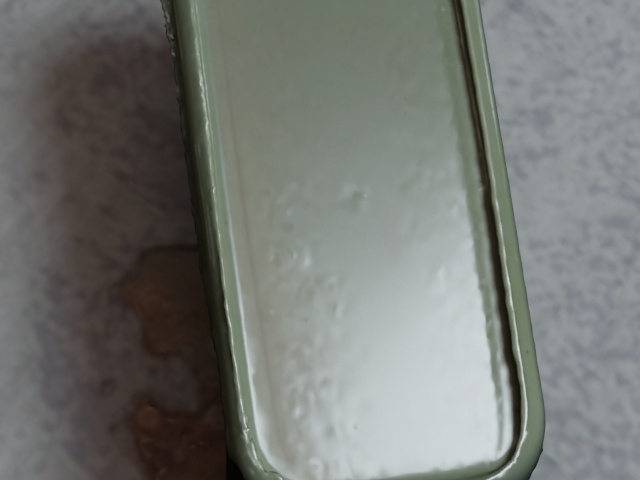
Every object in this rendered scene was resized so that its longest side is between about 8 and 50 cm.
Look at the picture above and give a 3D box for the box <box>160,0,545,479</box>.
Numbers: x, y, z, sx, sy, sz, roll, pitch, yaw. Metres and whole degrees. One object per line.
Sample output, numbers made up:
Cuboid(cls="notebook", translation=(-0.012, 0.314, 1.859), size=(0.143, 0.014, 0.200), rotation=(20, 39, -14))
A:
Cuboid(cls="box", translation=(0.000, 0.000, 0.820), size=(0.138, 0.178, 0.274), rotation=(-4, 75, -10))
